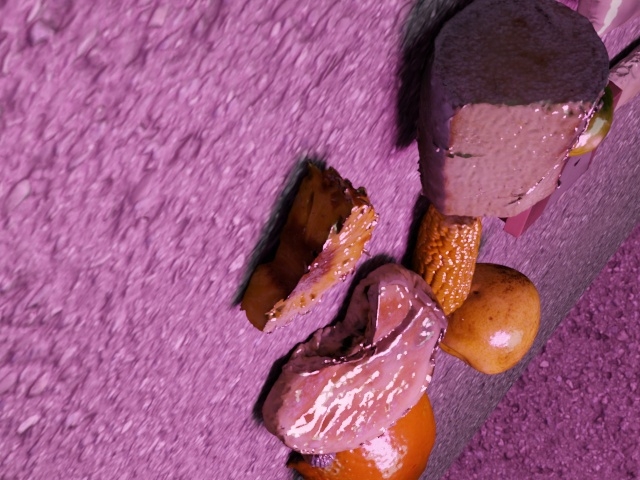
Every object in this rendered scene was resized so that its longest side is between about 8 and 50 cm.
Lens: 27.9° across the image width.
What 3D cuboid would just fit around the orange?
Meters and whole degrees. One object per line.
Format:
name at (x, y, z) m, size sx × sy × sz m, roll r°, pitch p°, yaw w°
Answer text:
orange at (0.092, 0.347, 2.240) m, size 0.263 × 0.196 × 0.335 m, roll -58°, pitch 160°, yaw -27°

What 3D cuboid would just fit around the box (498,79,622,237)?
box at (0.369, -0.142, 2.083) m, size 0.215 × 0.086 × 0.215 m, roll -42°, pitch 159°, yaw -29°

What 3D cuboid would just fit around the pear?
pear at (0.284, 0.125, 2.226) m, size 0.197 × 0.197 × 0.197 m, roll -45°, pitch 161°, yaw -20°

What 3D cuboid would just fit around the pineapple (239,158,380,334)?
pineapple at (0.001, 0.001, 1.477) m, size 0.135 × 0.079 × 0.233 m, roll -17°, pitch 148°, yaw -47°

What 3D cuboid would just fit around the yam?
yam at (0.216, -0.149, 1.520) m, size 0.271 × 0.202 × 0.201 m, roll 92°, pitch 4°, yaw -54°

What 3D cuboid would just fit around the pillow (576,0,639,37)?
pillow at (0.435, -0.370, 1.827) m, size 0.254 × 0.078 × 0.144 m, roll -30°, pitch 142°, yaw -50°

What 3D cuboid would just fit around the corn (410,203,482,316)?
corn at (0.184, 0.021, 1.927) m, size 0.101 × 0.101 × 0.310 m, roll -45°, pitch 158°, yaw -21°

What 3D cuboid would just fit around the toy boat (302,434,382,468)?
toy boat at (0.087, 0.233, 2.050) m, size 0.321 × 0.121 × 0.089 m, roll -49°, pitch 161°, yaw -9°

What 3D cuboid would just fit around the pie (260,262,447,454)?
pie at (0.056, 0.186, 1.886) m, size 0.337 × 0.075 × 0.338 m, roll -27°, pitch 137°, yaw -29°

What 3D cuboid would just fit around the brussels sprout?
brussels sprout at (0.351, -0.188, 1.867) m, size 0.117 × 0.155 × 0.155 m, roll -29°, pitch 151°, yaw -53°

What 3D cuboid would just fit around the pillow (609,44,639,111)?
pillow at (0.527, -0.273, 2.280) m, size 0.229 × 0.051 × 0.128 m, roll -39°, pitch 151°, yaw -37°
